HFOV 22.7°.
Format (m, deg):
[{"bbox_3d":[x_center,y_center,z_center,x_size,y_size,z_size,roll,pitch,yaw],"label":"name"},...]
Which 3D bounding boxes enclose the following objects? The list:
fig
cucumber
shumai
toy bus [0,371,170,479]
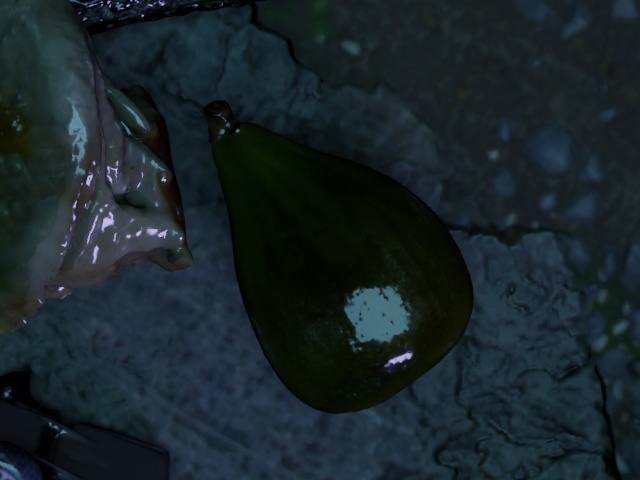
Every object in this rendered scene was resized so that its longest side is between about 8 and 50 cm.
[{"bbox_3d":[0.000,0.000,0.835,0.117,0.117,0.177,-37,82,1],"label":"fig"},{"bbox_3d":[-0.069,-0.142,0.836,0.182,0.053,0.053,-11,98,-5],"label":"cucumber"},{"bbox_3d":[-0.140,-0.054,0.805,0.120,0.201,0.201,-13,101,-44],"label":"shumai"},{"bbox_3d":[-0.244,0.123,0.832,0.317,0.112,0.138,20,106,-5],"label":"toy bus"}]
